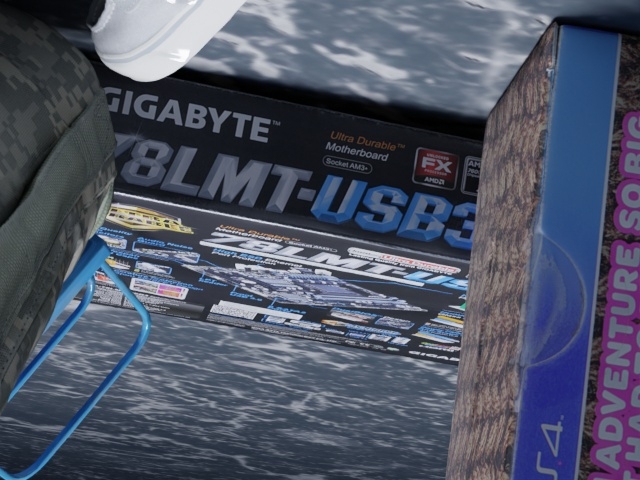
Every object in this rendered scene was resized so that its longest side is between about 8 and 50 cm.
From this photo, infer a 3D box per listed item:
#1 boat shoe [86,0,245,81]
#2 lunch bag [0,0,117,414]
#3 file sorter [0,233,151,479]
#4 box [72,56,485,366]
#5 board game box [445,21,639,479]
[{"bbox_3d":[-0.048,-0.105,0.576,0.063,0.066,0.184,28,163,-19],"label":"boat shoe"},{"bbox_3d":[-0.221,0.010,0.651,0.256,0.213,0.305,-8,-160,8],"label":"lunch bag"},{"bbox_3d":[-0.189,0.024,0.870,0.170,0.118,0.104,33,166,25],"label":"file sorter"},{"bbox_3d":[0.000,0.000,0.952,0.295,0.073,0.293,10,166,-6],"label":"box"},{"bbox_3d":[0.211,0.059,0.738,0.291,0.232,0.141,9,167,-4],"label":"board game box"}]
